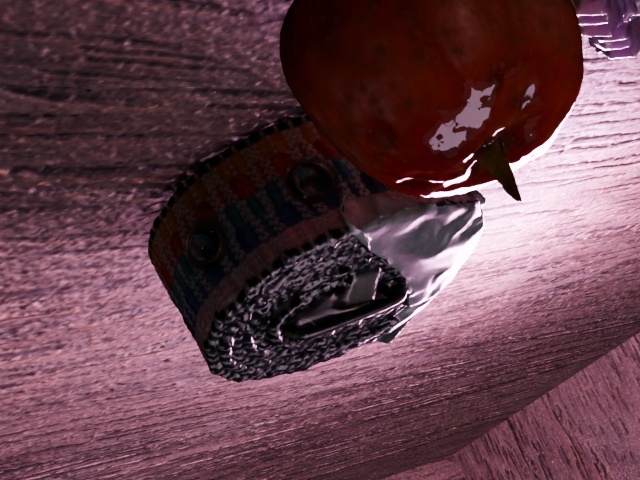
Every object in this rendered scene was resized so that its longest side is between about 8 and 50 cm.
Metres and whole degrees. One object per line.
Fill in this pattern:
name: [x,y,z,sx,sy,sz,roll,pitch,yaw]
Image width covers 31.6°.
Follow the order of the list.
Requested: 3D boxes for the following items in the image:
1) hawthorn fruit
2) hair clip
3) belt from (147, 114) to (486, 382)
hawthorn fruit: [0.076,-0.101,0.674,0.179,0.200,0.179,-25,155,-12]
hair clip: [0.196,-0.189,0.797,0.292,0.085,0.106,9,96,-63]
belt: [0.000,0.000,0.914,0.258,0.150,0.207,-21,150,-21]
